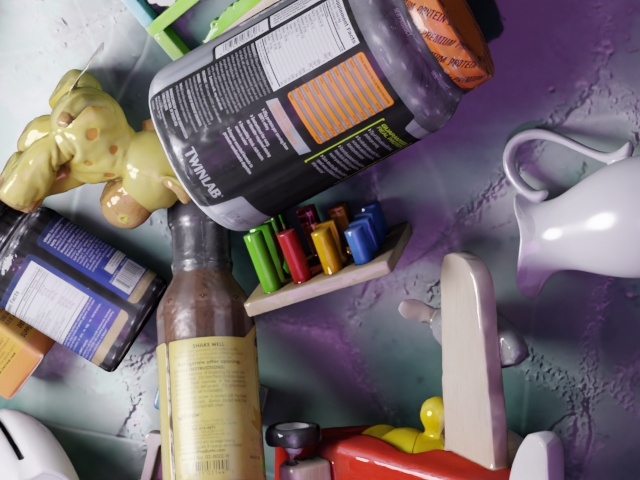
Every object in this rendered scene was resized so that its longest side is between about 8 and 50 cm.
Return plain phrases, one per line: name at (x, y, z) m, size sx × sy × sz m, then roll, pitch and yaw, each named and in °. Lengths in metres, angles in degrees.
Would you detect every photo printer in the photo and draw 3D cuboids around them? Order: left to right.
photo printer at (-0.309, 0.344, 1.991) m, size 0.107 × 0.256 × 0.307 m, roll -20°, pitch 108°, yaw -16°

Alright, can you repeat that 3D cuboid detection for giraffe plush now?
giraffe plush at (-0.217, -0.087, 1.871) m, size 0.170 × 0.181 × 0.210 m, roll 34°, pitch 129°, yaw -16°

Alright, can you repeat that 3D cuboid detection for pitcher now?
pitcher at (0.296, -0.043, 1.833) m, size 0.207 × 0.125 × 0.177 m, roll -13°, pitch 92°, yaw 25°

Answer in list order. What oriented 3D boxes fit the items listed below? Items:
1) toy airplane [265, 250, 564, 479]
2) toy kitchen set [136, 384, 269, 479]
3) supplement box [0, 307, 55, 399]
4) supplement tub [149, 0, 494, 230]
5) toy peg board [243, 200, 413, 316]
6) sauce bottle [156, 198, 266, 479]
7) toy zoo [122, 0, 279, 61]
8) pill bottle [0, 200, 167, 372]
toy airplane at (0.159, 0.258, 1.872) m, size 0.384 × 0.272 × 0.386 m, roll 51°, pitch 123°, yaw 20°
toy kitchen set at (-0.146, 0.253, 1.945) m, size 0.122 × 0.166 × 0.207 m, roll 14°, pitch 93°, yaw 3°
supplement box at (-0.414, 0.073, 2.000) m, size 0.233 × 0.078 × 0.080 m, roll 36°, pitch 111°, yaw -5°
supplement tub at (0.003, -0.157, 1.790) m, size 0.316 × 0.193 × 0.193 m, roll -27°, pitch 103°, yaw 17°
toy peg board at (0.000, 0.000, 1.865) m, size 0.161 × 0.161 × 0.079 m, roll -18°, pitch 101°, yaw 15°
sauce bottle at (-0.119, 0.125, 1.884) m, size 0.111 × 0.111 × 0.344 m, roll -6°, pitch 77°, yaw 11°
toy zoo at (-0.161, -0.340, 1.838) m, size 0.192 × 0.030 × 0.293 m, roll -36°, pitch 101°, yaw 19°
pill bottle at (-0.289, 0.040, 1.944) m, size 0.219 × 0.123 × 0.123 m, roll 32°, pitch 111°, yaw -2°
